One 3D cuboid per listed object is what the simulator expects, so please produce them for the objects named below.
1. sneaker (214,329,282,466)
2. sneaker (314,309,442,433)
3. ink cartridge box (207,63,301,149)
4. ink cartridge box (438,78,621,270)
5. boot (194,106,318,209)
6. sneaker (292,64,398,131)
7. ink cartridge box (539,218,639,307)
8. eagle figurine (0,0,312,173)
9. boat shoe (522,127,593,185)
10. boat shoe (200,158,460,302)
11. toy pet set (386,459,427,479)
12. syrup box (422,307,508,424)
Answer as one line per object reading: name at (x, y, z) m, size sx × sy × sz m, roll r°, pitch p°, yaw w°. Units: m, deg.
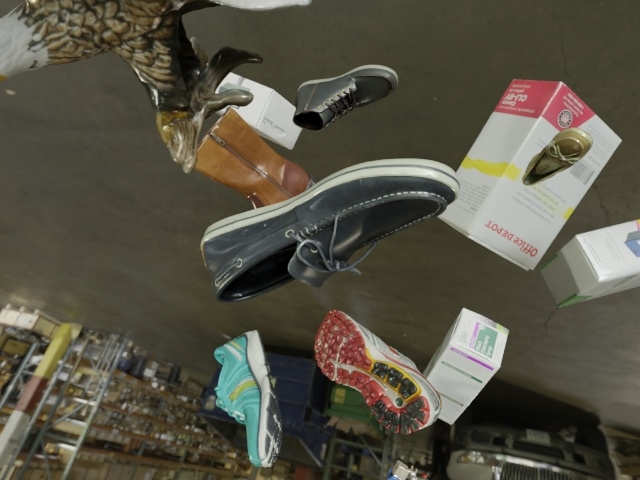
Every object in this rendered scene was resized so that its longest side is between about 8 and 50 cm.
sneaker at (-0.136, 0.288, 0.774) m, size 0.109 × 0.275 × 0.107 m, roll -17°, pitch 125°, yaw -9°
sneaker at (0.074, 0.182, 0.601) m, size 0.092 × 0.088 × 0.225 m, roll 22°, pitch -167°, yaw -46°
ink cartridge box at (-0.206, -0.389, 1.237) m, size 0.272 × 0.115 × 0.198 m, roll 30°, pitch -173°, yaw 26°
ink cartridge box at (0.506, -0.155, 1.059) m, size 0.279 × 0.385 × 0.160 m, roll 24°, pitch -168°, yaw -29°
boot at (-0.150, -0.087, 0.874) m, size 0.280 × 0.264 × 0.096 m, roll 35°, pitch 174°, yaw -33°
sneaker at (0.052, -0.287, 0.880) m, size 0.221 × 0.118 × 0.083 m, roll -7°, pitch 138°, yaw 18°
ink cartridge box at (0.547, 0.038, 0.775) m, size 0.212 × 0.093 × 0.154 m, roll -12°, pitch 154°, yaw -3°
eagle figurine at (-0.170, -0.181, 0.260) m, size 0.226 × 0.225 × 0.298 m, roll 7°, pitch 150°, yaw 35°
boat shoe at (0.384, -0.132, 0.695) m, size 0.056 × 0.048 × 0.153 m, roll 38°, pitch 171°, yaw 3°
boat shoe at (0.000, 0.000, 0.744) m, size 0.499 × 0.156 × 0.186 m, roll -17°, pitch 153°, yaw 22°
toy pet set at (0.257, 0.706, 1.226) m, size 0.114 × 0.065 × 0.122 m, roll 31°, pitch 177°, yaw 5°
syrup box at (0.270, 0.253, 0.832) m, size 0.096 × 0.093 × 0.237 m, roll 26°, pitch 135°, yaw 14°
